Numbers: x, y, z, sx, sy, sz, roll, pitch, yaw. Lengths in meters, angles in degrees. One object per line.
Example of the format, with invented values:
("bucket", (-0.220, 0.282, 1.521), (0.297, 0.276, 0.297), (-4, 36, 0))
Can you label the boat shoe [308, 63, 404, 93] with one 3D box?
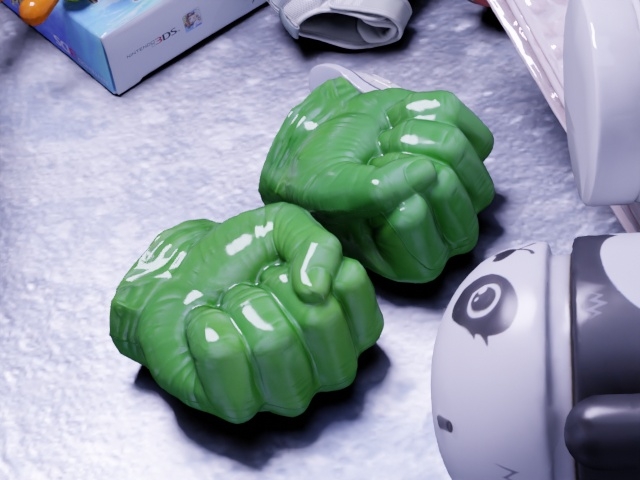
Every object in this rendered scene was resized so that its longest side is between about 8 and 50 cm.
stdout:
("boat shoe", (0.037, -0.099, 1.380), (0.100, 0.035, 0.035), (23, 27, 35))

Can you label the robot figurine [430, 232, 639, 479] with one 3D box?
("robot figurine", (0.198, 0.076, 1.071), (0.278, 0.209, 0.173), (-2, 59, 9))

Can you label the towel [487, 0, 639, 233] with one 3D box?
("towel", (0.297, -0.145, 1.279), (0.332, 0.053, 0.317), (-22, 70, -9))

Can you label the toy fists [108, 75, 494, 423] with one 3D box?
("toy fists", (0.000, 0.000, 1.244), (0.142, 0.096, 0.279), (25, 54, 30))

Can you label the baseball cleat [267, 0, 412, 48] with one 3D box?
("baseball cleat", (0.060, -0.199, 1.458), (0.206, 0.072, 0.109), (-25, 62, -10))

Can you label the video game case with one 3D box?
("video game case", (-0.140, -0.253, 1.544), (0.244, 0.061, 0.269), (-35, 50, -20))

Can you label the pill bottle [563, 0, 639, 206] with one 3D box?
("pill bottle", (0.307, -0.090, 1.132), (0.323, 0.181, 0.181), (-4, 45, -1))

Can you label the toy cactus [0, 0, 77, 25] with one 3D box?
("toy cactus", (-0.198, -0.250, 1.453), (0.219, 0.112, 0.180), (-38, 40, -9))

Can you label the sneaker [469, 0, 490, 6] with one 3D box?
("sneaker", (0.228, -0.207, 1.396), (0.276, 0.097, 0.135), (-12, 43, -2))
